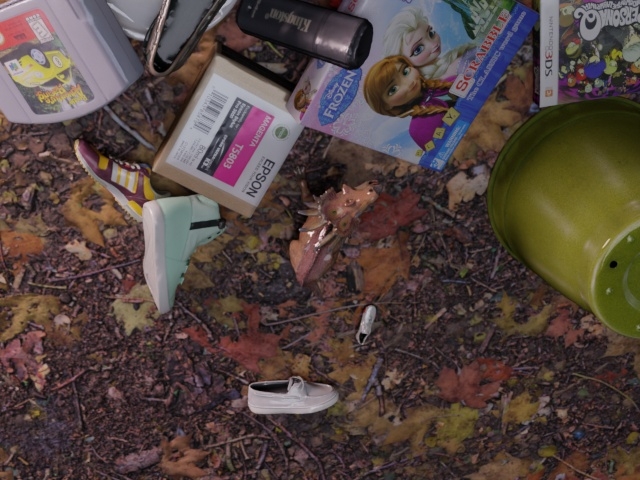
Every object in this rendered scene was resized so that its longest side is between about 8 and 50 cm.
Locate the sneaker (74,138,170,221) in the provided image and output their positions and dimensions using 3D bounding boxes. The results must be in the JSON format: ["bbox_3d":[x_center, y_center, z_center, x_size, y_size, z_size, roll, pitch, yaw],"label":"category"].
[{"bbox_3d":[-0.341,-0.120,1.501,0.084,0.069,0.185,-38,122,4],"label":"sneaker"}]

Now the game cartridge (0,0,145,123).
[{"bbox_3d":[-0.419,-0.279,1.337,0.294,0.060,0.196,-8,128,32],"label":"game cartridge"}]

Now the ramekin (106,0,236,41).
[{"bbox_3d":[-0.242,-0.445,1.308,0.272,0.127,0.273,-3,117,-6],"label":"ramekin"}]

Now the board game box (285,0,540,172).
[{"bbox_3d":[0.151,-0.292,1.409,0.317,0.066,0.319,13,118,-35],"label":"board game box"}]

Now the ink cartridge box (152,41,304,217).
[{"bbox_3d":[-0.148,-0.184,1.475,0.193,0.088,0.235,26,110,-17],"label":"ink cartridge box"}]

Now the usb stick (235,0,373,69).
[{"bbox_3d":[-0.029,-0.326,1.328,0.045,0.278,0.077,3,109,-48],"label":"usb stick"}]

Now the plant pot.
[{"bbox_3d":[0.512,-0.020,1.488,0.366,0.353,0.367,-3,117,-6],"label":"plant pot"}]

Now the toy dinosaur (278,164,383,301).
[{"bbox_3d":[0.000,0.000,1.522,0.127,0.200,0.296,10,116,-12],"label":"toy dinosaur"}]

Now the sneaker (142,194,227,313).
[{"bbox_3d":[-0.238,0.026,1.571,0.151,0.094,0.256,-14,137,-25],"label":"sneaker"}]

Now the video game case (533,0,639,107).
[{"bbox_3d":[0.481,-0.348,1.492,0.231,0.042,0.210,-8,119,-3],"label":"video game case"}]

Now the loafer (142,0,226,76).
[{"bbox_3d":[-0.177,-0.351,1.243,0.096,0.084,0.268,22,113,-17],"label":"loafer"}]

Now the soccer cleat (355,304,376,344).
[{"bbox_3d":[0.091,0.166,1.710,0.029,0.036,0.083,15,114,-14],"label":"soccer cleat"}]

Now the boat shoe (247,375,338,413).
[{"bbox_3d":[-0.056,0.305,1.754,0.184,0.066,0.063,-2,118,5],"label":"boat shoe"}]

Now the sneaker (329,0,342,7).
[{"bbox_3d":[0.027,-0.428,1.364,0.278,0.107,0.118,17,119,-14],"label":"sneaker"}]
